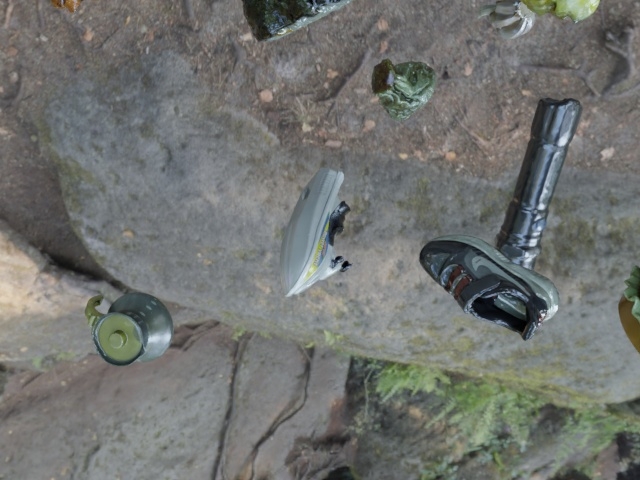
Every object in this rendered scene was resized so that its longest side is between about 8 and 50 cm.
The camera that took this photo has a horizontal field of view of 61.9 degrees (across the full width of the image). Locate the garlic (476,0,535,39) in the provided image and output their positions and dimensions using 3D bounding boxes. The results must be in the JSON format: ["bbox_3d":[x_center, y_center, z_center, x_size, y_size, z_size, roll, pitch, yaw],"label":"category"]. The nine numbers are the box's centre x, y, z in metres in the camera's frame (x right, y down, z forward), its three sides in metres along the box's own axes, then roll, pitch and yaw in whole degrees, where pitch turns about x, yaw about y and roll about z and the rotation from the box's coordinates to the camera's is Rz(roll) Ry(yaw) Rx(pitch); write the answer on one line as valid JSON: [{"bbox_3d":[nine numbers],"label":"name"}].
[{"bbox_3d":[0.539,-0.657,1.562,0.194,0.131,0.127,14,164,46],"label":"garlic"}]

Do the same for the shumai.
[{"bbox_3d":[0.273,-0.573,1.950,0.222,0.261,0.225,27,91,-16],"label":"shumai"}]

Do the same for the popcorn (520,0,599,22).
[{"bbox_3d":[0.412,-0.455,0.887,0.174,0.142,0.173,17,167,4],"label":"popcorn"}]

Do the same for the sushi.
[{"bbox_3d":[-0.056,-0.653,1.395,0.350,0.211,0.170,-10,112,38],"label":"sushi"}]

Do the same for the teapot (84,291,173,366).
[{"bbox_3d":[-0.346,0.151,0.947,0.166,0.119,0.130,28,101,6],"label":"teapot"}]

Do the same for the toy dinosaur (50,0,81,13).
[{"bbox_3d":[-0.395,-0.553,1.015,0.433,0.097,0.207,2,115,28],"label":"toy dinosaur"}]

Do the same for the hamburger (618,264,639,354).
[{"bbox_3d":[0.602,0.095,0.761,0.275,0.274,0.212,10,133,-15],"label":"hamburger"}]

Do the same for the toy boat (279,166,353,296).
[{"bbox_3d":[-0.005,-0.007,1.041,0.141,0.269,0.140,3,151,1],"label":"toy boat"}]

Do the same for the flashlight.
[{"bbox_3d":[0.436,-0.082,1.097,0.103,0.103,0.423,5,113,-11],"label":"flashlight"}]

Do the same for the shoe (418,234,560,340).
[{"bbox_3d":[0.256,0.073,0.833,0.228,0.112,0.099,26,124,13],"label":"shoe"}]
